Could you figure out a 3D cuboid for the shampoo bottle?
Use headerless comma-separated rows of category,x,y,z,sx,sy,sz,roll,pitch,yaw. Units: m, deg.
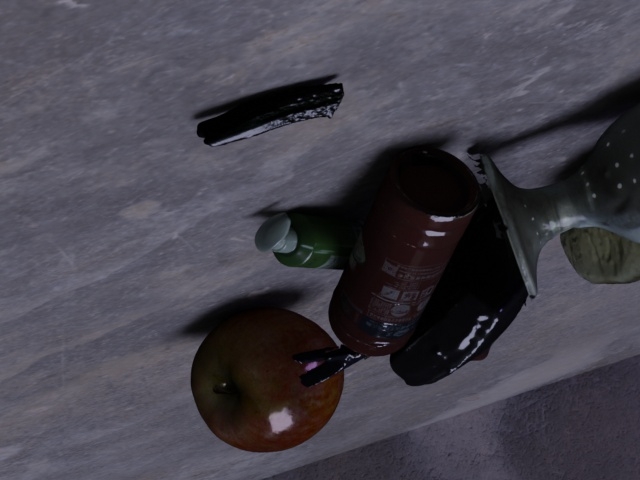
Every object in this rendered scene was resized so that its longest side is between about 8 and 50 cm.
shampoo bottle,0.000,0.000,1.938,0.065,0.065,0.204,-27,162,31

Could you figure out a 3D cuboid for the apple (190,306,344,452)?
apple,-0.065,0.177,2.248,0.188,0.188,0.174,-31,172,40

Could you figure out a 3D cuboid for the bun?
bun,0.397,-0.046,2.067,0.244,0.153,0.244,-27,-172,4

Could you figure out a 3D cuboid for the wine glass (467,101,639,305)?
wine glass,0.352,-0.067,1.879,0.357,0.190,0.190,-17,165,6

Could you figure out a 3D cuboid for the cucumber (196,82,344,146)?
cucumber,-0.043,-0.112,1.537,0.135,0.033,0.034,-14,127,-16

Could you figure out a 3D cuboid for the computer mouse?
computer mouse,0.181,0.066,2.055,0.170,0.100,0.269,-47,-170,36

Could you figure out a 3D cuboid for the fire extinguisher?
fire extinguisher,0.058,0.050,1.910,0.138,0.102,0.344,-11,145,-29
